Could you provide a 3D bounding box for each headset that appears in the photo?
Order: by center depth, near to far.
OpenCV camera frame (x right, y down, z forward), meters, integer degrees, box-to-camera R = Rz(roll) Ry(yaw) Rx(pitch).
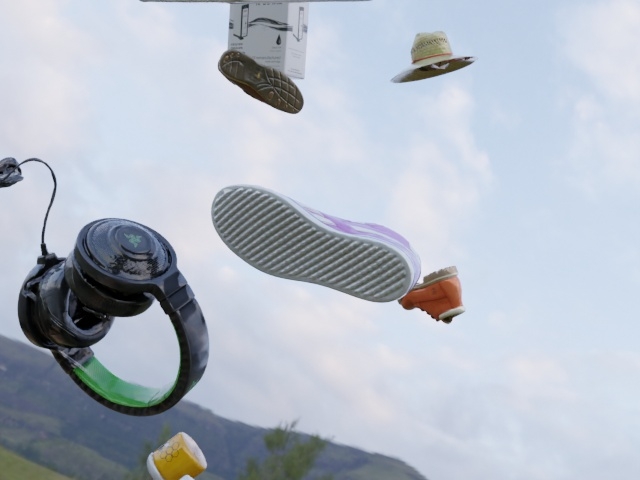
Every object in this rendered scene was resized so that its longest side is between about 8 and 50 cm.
[{"bbox_3d":[-0.317,0.067,0.967,0.243,0.185,0.394,-31,-86,32],"label":"headset"}]

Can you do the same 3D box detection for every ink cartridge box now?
[{"bbox_3d":[-0.107,-0.433,1.500,0.148,0.203,0.086,7,7,30],"label":"ink cartridge box"}]

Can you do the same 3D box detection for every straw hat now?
[{"bbox_3d":[0.169,-0.289,1.132,0.145,0.145,0.061,-11,-86,42],"label":"straw hat"}]

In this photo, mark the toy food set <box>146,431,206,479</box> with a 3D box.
[{"bbox_3d":[-0.103,0.269,0.573,0.111,0.105,0.232,55,-4,-39],"label":"toy food set"}]

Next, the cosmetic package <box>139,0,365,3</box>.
[{"bbox_3d":[-0.056,-0.289,0.603,0.151,0.152,0.183,17,-64,44],"label":"cosmetic package"}]

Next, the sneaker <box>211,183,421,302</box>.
[{"bbox_3d":[0.000,0.001,0.988,0.282,0.102,0.161,25,15,12],"label":"sneaker"}]

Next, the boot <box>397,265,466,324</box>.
[{"bbox_3d":[0.181,0.104,1.220,0.059,0.084,0.158,-14,-12,-27],"label":"boot"}]

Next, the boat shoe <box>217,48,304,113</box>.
[{"bbox_3d":[-0.112,-0.295,1.385,0.178,0.064,0.060,29,-8,-15],"label":"boat shoe"}]
